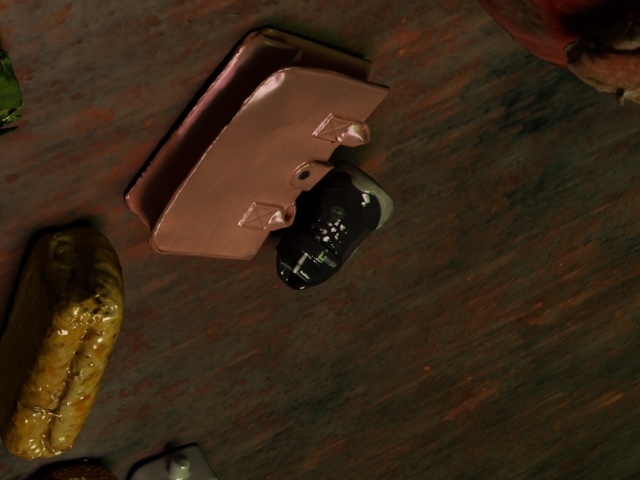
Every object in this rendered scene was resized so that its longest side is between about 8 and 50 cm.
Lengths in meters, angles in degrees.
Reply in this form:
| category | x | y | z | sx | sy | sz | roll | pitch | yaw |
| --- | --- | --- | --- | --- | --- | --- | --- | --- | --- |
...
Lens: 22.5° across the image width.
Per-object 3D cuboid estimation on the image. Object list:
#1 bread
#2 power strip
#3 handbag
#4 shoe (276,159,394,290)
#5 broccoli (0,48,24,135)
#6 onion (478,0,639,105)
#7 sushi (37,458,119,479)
| category | x | y | z | sx | sy | sz | roll | pitch | yaw |
| --- | --- | --- | --- | --- | --- | --- | --- | --- | --- |
| bread | -0.226 | 0.090 | 1.390 | 0.083 | 0.114 | 0.211 | 4 | 136 | -23 |
| power strip | -0.184 | 0.359 | 1.841 | 0.091 | 0.062 | 0.385 | -19 | 147 | -28 |
| handbag | -0.052 | -0.074 | 1.368 | 0.157 | 0.059 | 0.212 | 11 | 127 | -49 |
| shoe | 0.000 | 0.000 | 1.456 | 0.099 | 0.071 | 0.169 | -48 | 177 | -33 |
| broccoli | -0.328 | -0.056 | 1.071 | 0.198 | 0.177 | 0.275 | -51 | 158 | 16 |
| onion | 0.258 | -0.272 | 1.182 | 0.354 | 0.353 | 0.353 | -24 | 147 | -16 |
| sushi | -0.252 | 0.261 | 1.657 | 0.118 | 0.061 | 0.060 | 17 | 134 | -28 |
